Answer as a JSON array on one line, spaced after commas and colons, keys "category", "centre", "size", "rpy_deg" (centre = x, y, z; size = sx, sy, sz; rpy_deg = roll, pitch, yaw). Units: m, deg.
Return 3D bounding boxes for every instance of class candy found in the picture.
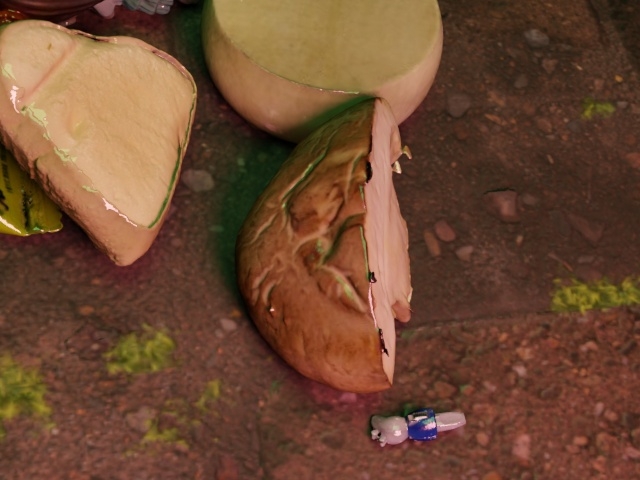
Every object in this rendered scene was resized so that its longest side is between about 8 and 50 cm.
[{"category": "candy", "centre": [-0.356, -0.055, 0.986], "size": [0.246, 0.069, 0.149], "rpy_deg": [-2, 60, -27]}]

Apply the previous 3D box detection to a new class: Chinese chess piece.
[{"category": "Chinese chess piece", "centre": [0.001, -0.212, 1.139], "size": [0.250, 0.101, 0.250], "rpy_deg": [5, 56, -8]}]

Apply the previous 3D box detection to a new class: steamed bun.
[{"category": "steamed bun", "centre": [-0.227, -0.109, 1.008], "size": [0.212, 0.110, 0.231], "rpy_deg": [39, 40, -26]}]

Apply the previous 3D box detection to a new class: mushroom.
[{"category": "mushroom", "centre": [0.000, 0.000, 0.996], "size": [0.151, 0.156, 0.285], "rpy_deg": [-7, 60, 18]}]

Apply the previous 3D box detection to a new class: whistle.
[{"category": "whistle", "centre": [0.084, 0.159, 0.956], "size": [0.083, 0.029, 0.033], "rpy_deg": [-7, 43, -7]}]

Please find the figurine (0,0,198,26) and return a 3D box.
[{"category": "figurine", "centre": [-0.232, -0.268, 1.132], "size": [0.246, 0.110, 0.138], "rpy_deg": [-13, 63, -27]}]
